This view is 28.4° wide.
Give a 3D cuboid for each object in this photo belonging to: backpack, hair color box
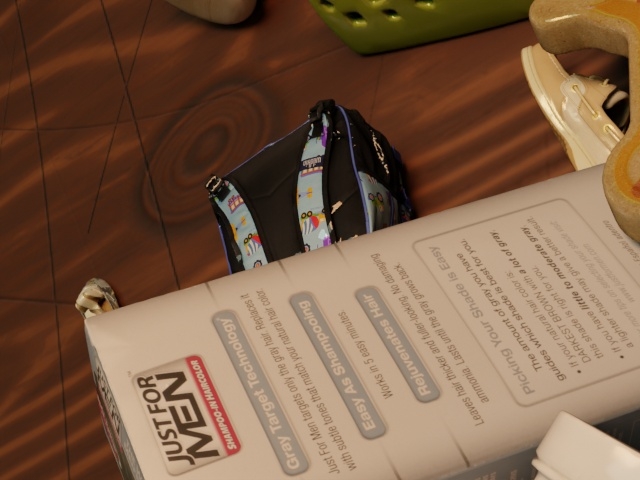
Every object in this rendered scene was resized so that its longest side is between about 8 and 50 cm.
[{"bbox_3d":[0.000,0.000,1.019,0.158,0.117,0.173,-32,50,25],"label":"backpack"},{"bbox_3d":[0.067,0.091,0.767,0.374,0.114,0.185,-16,46,-16],"label":"hair color box"}]

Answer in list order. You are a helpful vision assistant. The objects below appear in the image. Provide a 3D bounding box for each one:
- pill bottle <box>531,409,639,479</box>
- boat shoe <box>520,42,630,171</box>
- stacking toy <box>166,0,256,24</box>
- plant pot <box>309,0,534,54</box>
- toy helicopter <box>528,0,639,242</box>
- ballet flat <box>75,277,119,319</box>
[{"bbox_3d":[0.096,0.254,0.625,0.181,0.181,0.323,27,89,46],"label":"pill bottle"},{"bbox_3d":[0.203,-0.088,0.930,0.059,0.063,0.170,-33,56,17],"label":"boat shoe"},{"bbox_3d":[-0.064,-0.389,1.280,0.141,0.141,0.330,13,71,44],"label":"stacking toy"},{"bbox_3d":[0.072,-0.313,1.052,0.228,0.207,0.227,-9,64,40],"label":"plant pot"},{"bbox_3d":[0.251,-0.147,0.833,0.234,0.140,0.355,-8,51,25],"label":"toy helicopter"},{"bbox_3d":[-0.216,0.069,1.231,0.041,0.041,0.114,-49,45,11],"label":"ballet flat"}]
